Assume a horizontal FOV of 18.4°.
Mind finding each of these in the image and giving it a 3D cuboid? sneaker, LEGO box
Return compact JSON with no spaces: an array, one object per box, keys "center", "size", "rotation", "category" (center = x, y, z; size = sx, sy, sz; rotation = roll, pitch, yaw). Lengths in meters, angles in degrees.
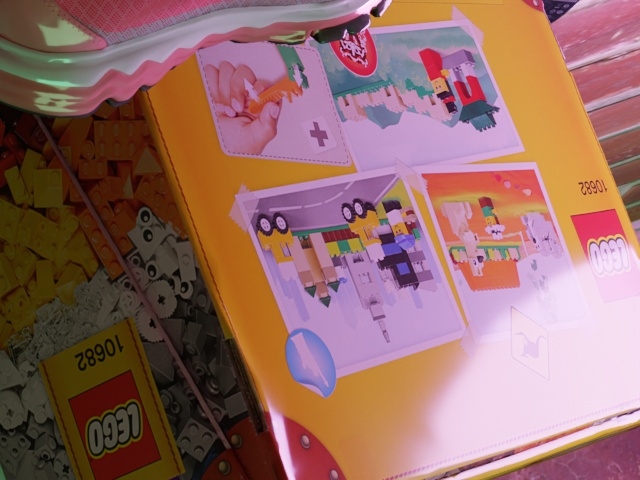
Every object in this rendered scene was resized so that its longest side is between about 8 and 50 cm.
[{"center":[-0.048,-0.170,1.021],"size":[0.314,0.116,0.136],"rotation":[-28,146,-37],"category":"sneaker"},{"center":[0.000,0.000,1.298],"size":[0.193,0.372,0.500],"rotation":[-26,169,35],"category":"LEGO box"}]

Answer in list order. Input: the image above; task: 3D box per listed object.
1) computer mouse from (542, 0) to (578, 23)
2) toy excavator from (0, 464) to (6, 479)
[{"center":[0.197,-0.228,1.481],"size":[0.071,0.041,0.242],"rotation":[4,155,-28],"category":"computer mouse"},{"center":[-0.283,0.020,1.338],"size":[0.222,0.445,0.433],"rotation":[-12,-149,17],"category":"toy excavator"}]
